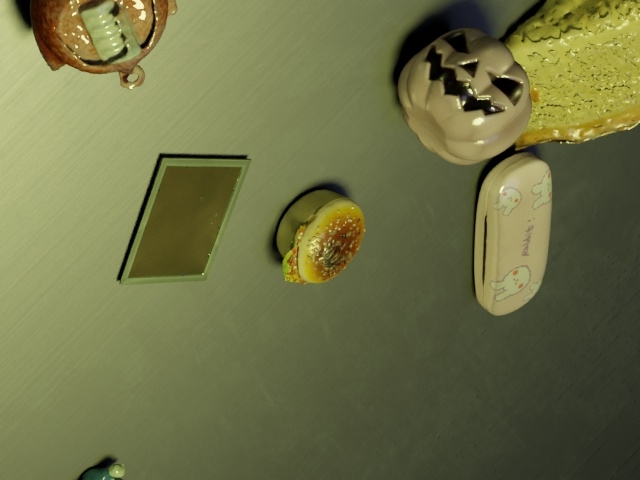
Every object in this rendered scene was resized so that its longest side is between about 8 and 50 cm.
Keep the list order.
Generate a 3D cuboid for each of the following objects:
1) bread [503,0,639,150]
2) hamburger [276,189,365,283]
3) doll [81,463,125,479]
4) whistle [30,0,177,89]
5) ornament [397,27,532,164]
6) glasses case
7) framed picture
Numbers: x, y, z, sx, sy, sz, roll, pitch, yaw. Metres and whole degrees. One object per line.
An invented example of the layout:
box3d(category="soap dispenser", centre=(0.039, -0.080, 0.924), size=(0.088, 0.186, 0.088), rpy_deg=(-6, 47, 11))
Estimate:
box3d(category="bread", centre=(0.410, -0.318, 2.160), size=(0.315, 0.279, 0.248), rpy_deg=(-9, 144, 18))
box3d(category="hamburger", centre=(0.000, 0.000, 2.010), size=(0.141, 0.081, 0.126), rpy_deg=(-25, 136, -30))
box3d(category="doll", centre=(-0.291, 0.341, 2.040), size=(0.076, 0.050, 0.083), rpy_deg=(-52, 144, -27))
box3d(category="whistle", centre=(-0.245, -0.291, 1.503), size=(0.142, 0.134, 0.346), rpy_deg=(-12, 131, 11))
box3d(category="ornament", centre=(0.195, -0.193, 1.968), size=(0.177, 0.177, 0.177), rpy_deg=(-26, 136, -27))
box3d(category="glasses case", centre=(0.295, -0.006, 2.296), size=(0.113, 0.075, 0.297), rpy_deg=(-26, 136, -23))
box3d(category="framed picture", centre=(-0.171, -0.025, 1.881), size=(0.142, 0.011, 0.183), rpy_deg=(-2, 123, -43))
